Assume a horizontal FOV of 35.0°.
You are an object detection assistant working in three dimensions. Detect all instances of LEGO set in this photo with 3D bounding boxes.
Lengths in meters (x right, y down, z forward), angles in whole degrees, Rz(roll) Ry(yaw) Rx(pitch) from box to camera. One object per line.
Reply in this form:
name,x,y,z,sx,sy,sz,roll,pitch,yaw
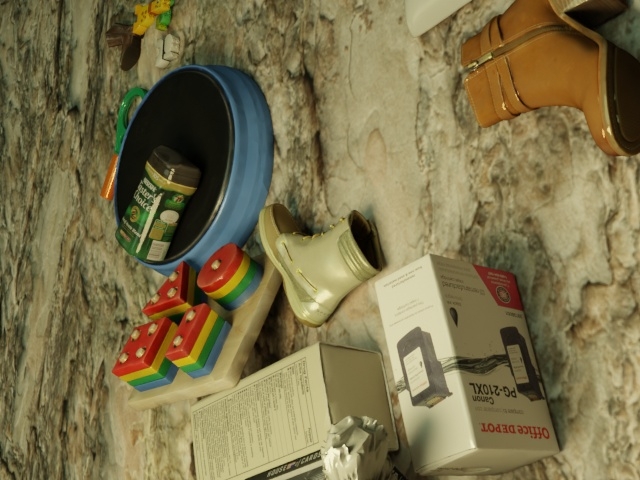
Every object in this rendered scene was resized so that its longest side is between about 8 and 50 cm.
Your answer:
LEGO set,-0.299,-0.454,1.929,0.093,0.087,0.227,-7,77,46

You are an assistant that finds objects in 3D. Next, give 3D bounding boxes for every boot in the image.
boot,0.000,0.000,1.509,0.165,0.077,0.213,-43,58,33
boot,0.273,-0.189,1.235,0.220,0.109,0.283,-28,59,38
boot,-0.410,-0.396,2.069,0.114,0.037,0.106,12,77,44

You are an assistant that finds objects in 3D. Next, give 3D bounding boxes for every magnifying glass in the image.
magnifying glass,-0.388,-0.191,2.011,0.092,0.026,0.231,30,101,46

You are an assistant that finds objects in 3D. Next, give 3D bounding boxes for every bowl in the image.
bowl,-0.237,-0.126,1.792,0.391,0.077,0.391,-13,71,44

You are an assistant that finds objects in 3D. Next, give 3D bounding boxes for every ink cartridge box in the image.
ink cartridge box,0.174,0.152,1.213,0.100,0.172,0.237,-31,60,38

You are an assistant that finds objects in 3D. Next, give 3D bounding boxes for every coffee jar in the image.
coffee jar,-0.270,-0.062,1.697,0.096,0.079,0.184,41,110,44

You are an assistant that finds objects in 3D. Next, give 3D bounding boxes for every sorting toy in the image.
sorting toy,-0.197,0.121,1.594,0.257,0.089,0.255,-21,36,44

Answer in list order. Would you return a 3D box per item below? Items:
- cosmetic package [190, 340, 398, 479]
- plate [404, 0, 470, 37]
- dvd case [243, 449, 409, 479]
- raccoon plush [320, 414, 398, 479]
cosmetic package,-0.045,0.267,1.454,0.296,0.129,0.153,-29,58,40
plate,0.192,-0.463,1.410,0.277,0.045,0.278,-26,61,50
dvd case,0.027,0.353,1.342,0.238,0.179,0.029,-31,18,38
raccoon plush,0.003,0.371,1.248,0.299,0.216,0.446,8,111,39
